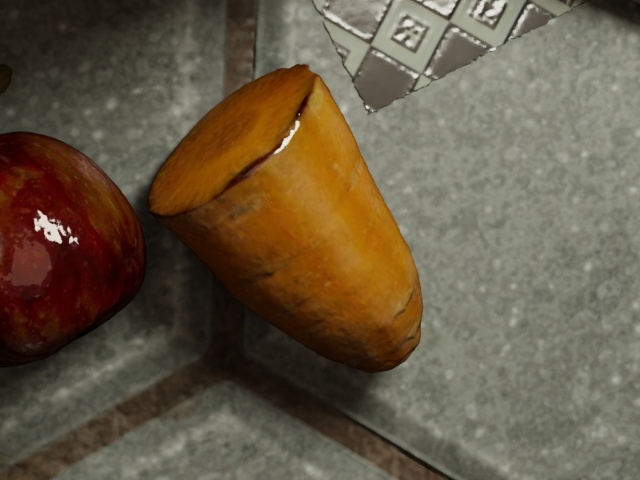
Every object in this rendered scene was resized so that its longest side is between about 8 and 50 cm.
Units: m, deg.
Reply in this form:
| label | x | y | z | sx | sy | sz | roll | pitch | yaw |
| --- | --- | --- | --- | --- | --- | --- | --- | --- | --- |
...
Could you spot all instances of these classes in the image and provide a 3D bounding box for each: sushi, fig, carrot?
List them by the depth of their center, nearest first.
| label | x | y | z | sx | sy | sz | roll | pitch | yaw |
| --- | --- | --- | --- | --- | --- | --- | --- | --- | --- |
| fig | -0.222 | -0.018 | 1.100 | 0.175 | 0.175 | 0.207 | -27 | 94 | -8 |
| carrot | 0.000 | 0.000 | 1.156 | 0.159 | 0.159 | 0.225 | -43 | 108 | -6 |
| sushi | 0.086 | -0.250 | 1.202 | 0.220 | 0.047 | 0.231 | -28 | 96 | -7 |

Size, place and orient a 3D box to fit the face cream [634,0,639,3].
| label | x | y | z | sx | sy | sz | roll | pitch | yaw |
| --- | --- | --- | --- | --- | --- | --- | --- | --- | --- |
| face cream | 0.241 | -0.246 | 1.204 | 0.341 | 0.084 | 0.137 | 18 | 88 | -26 |
